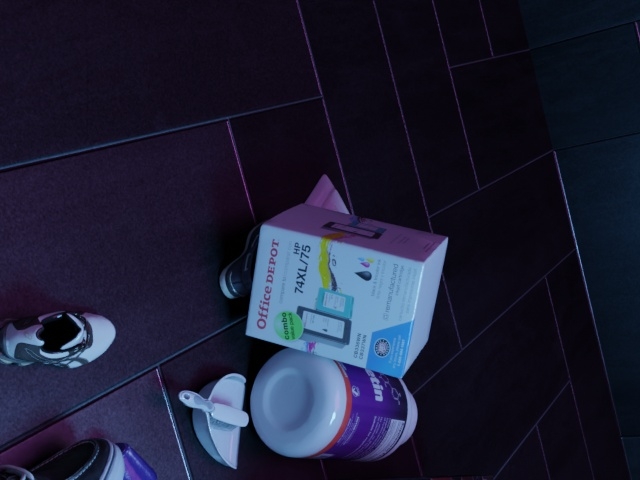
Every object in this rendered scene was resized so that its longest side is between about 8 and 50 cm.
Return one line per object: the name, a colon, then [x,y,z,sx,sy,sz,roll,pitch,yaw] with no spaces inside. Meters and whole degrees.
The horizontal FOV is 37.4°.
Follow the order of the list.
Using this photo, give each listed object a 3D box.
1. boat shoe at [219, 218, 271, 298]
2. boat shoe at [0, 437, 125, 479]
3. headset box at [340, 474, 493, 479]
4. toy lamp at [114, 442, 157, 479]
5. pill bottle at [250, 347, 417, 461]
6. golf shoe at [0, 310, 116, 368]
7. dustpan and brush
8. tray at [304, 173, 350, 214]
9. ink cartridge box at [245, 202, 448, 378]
boat shoe: [-0.096,0.026,1.617,0.075,0.065,0.206,60,38,-19]
boat shoe: [-0.355,0.317,1.089,0.335,0.121,0.119,-44,122,-50]
headset box: [0.166,0.493,1.750,0.293,0.218,0.110,18,66,-54]
toy lamp: [-0.228,0.400,1.302,0.080,0.080,0.274,-48,120,-51]
pill bottle: [0.038,0.290,1.644,0.323,0.182,0.181,21,64,-53]
golf shoe: [-0.322,0.127,1.221,0.198,0.094,0.077,-2,82,-59]
dustpan and brush: [-0.165,0.262,1.452,0.211,0.060,0.147,32,56,-49]
tray: [0.000,0.000,1.809,0.145,0.030,0.270,60,37,-26]
ink cartridge box: [0.045,0.074,1.561,0.197,0.270,0.198,-34,135,-68]
